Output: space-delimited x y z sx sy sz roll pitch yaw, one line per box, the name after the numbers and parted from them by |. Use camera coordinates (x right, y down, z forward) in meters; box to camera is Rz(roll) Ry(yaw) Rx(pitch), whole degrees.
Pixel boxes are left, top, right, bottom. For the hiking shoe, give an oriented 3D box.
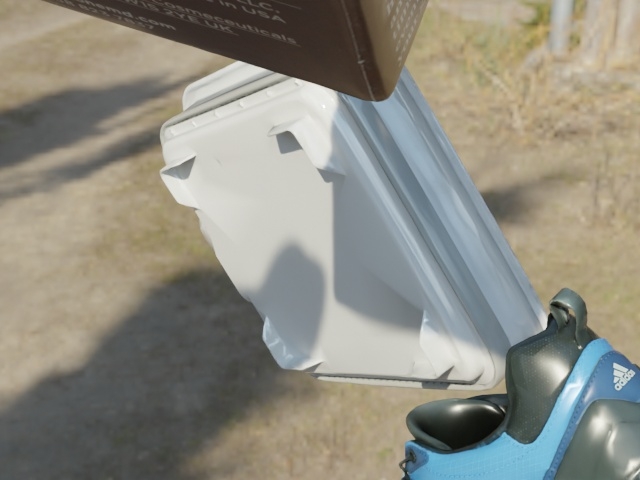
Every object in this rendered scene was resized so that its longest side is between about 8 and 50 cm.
0.088 0.149 0.679 0.132 0.304 0.113 52 40 11 | hiking shoe

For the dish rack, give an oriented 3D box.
0.000 0.000 0.913 0.072 0.285 0.333 -37 13 -25 | dish rack

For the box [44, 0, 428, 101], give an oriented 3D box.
-0.035 -0.181 0.226 0.143 0.191 0.381 19 -9 10 | box
